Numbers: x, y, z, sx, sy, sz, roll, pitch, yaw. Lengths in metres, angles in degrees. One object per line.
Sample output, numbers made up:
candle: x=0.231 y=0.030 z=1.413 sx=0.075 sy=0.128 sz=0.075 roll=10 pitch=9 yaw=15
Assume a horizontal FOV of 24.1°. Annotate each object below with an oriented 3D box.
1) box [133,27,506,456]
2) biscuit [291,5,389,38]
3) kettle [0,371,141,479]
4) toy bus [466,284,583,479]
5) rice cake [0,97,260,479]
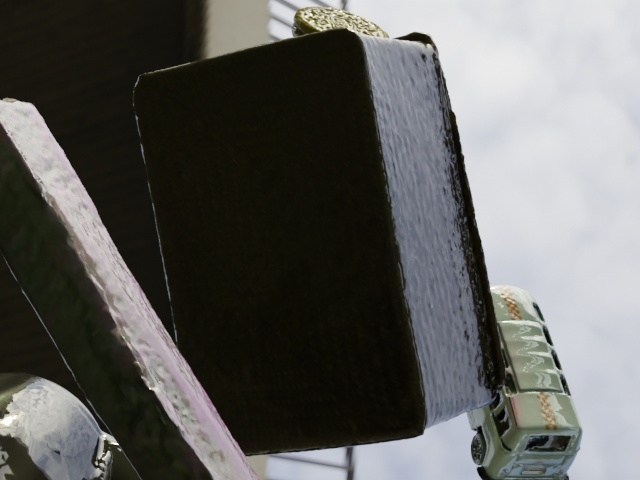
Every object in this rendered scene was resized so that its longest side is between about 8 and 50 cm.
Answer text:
box: x=0.001 y=0.000 z=1.030 sx=0.184 sy=0.143 sz=0.273 roll=-11 pitch=-93 yaw=26
biscuit: x=0.016 y=-0.171 z=1.248 sx=0.084 sy=0.084 sz=0.023 roll=38 pitch=-58 yaw=39
kettle: x=-0.269 y=0.257 z=1.254 sx=0.321 sy=0.324 sz=0.228 roll=19 pitch=-47 yaw=17
toy bus: x=0.171 y=0.123 z=1.337 sx=0.089 sy=0.087 sz=0.194 roll=111 pitch=-25 yaw=-44
rice cake: x=-0.075 y=0.037 z=0.550 sx=0.036 sy=0.047 sz=0.206 roll=-37 pitch=-101 yaw=25
